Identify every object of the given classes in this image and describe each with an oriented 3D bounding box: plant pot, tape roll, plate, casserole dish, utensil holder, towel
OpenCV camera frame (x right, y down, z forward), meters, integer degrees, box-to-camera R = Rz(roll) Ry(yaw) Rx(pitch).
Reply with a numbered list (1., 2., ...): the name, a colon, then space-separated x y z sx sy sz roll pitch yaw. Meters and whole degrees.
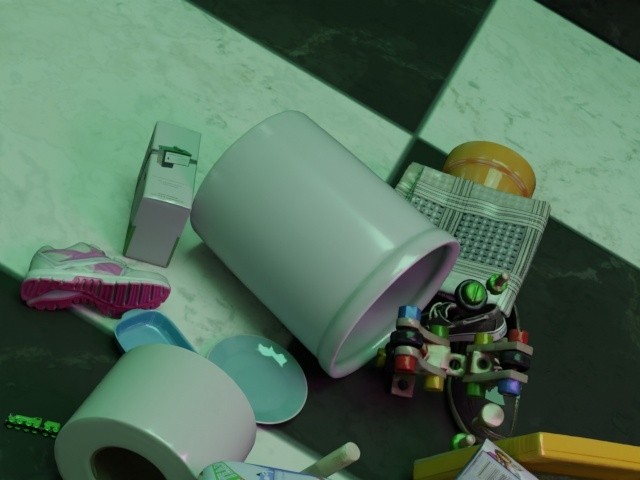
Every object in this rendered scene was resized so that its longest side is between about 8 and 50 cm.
1. plant pot: 0.343 -0.079 2.365 0.205 0.205 0.188 28 55 -3
2. tape roll: -0.236 0.293 1.585 0.246 0.246 0.169 32 41 2
3. plate: -0.113 0.241 1.882 0.188 0.024 0.188 16 42 -15
4. casserole dish: -0.270 0.194 1.827 0.114 0.037 0.188 -22 61 -43
5. utensil holder: 0.000 0.000 1.971 0.385 0.327 0.328 43 42 18
6. towel: 0.268 -0.016 2.179 0.324 0.056 0.312 18 54 16

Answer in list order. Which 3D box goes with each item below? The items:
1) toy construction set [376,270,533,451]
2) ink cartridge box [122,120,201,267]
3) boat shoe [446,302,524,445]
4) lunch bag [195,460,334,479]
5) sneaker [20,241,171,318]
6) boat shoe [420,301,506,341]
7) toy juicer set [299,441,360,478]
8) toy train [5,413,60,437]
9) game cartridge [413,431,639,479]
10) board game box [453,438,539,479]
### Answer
1. toy construction set: 0.231 0.250 1.935 0.258 0.237 0.308 -11 73 -19
2. ink cartridge box: -0.289 -0.088 2.010 0.093 0.160 0.219 15 42 -14
3. boat shoe: 0.319 0.230 2.067 0.132 0.130 0.355 17 42 -15
4. lunch bag: -0.096 0.439 1.482 0.243 0.303 0.115 11 33 -12
5. sneaker: -0.377 0.056 1.854 0.252 0.103 0.111 10 46 -23
6. boat shoe: 0.239 0.148 2.060 0.219 0.070 0.077 -7 34 26
7. toy juicer set: 0.042 0.423 1.599 0.090 0.209 0.329 1 39 -43
8. toy train: -0.435 0.278 1.658 0.083 0.017 0.023 17 32 -15
9. game cartridge: 0.357 0.374 1.784 0.285 0.324 0.052 13 67 -28
10. board game box: 0.272 0.515 1.614 0.319 0.318 0.066 39 12 9
